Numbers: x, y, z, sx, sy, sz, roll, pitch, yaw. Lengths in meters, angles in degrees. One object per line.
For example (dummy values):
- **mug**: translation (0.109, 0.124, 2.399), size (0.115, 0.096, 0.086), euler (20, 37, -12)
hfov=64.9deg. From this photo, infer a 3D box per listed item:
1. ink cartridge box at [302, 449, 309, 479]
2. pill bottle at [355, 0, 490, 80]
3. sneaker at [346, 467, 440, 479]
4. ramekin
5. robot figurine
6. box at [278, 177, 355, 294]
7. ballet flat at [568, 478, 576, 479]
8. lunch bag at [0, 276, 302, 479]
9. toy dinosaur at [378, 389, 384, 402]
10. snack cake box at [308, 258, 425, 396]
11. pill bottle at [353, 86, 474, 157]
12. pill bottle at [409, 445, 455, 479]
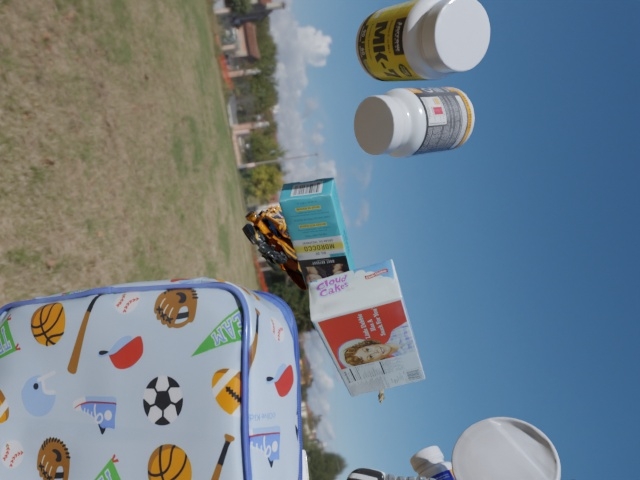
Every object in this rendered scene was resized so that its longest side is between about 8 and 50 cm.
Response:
- **ink cartridge box**: translation (-0.181, 0.578, 1.192), size (0.278, 0.201, 0.117), euler (-41, -134, 44)
- **pill bottle**: translation (0.153, -0.310, 0.782), size (0.208, 0.119, 0.119), euler (30, -48, 61)
- **sneaker**: translation (0.151, 0.472, 0.908), size (0.132, 0.228, 0.086), euler (98, 10, -56)
- **ramekin**: translation (0.500, 0.625, 1.353), size (0.273, 0.273, 0.127), euler (-110, 178, -59)
- **robot figurine**: translation (-0.056, 0.024, 1.200), size (0.291, 0.085, 0.211), euler (42, 18, -6)
- **box**: translation (0.000, 0.000, 0.974), size (0.060, 0.100, 0.244), euler (-81, 161, -50)
- **ballet flat**: translation (0.481, 0.611, 1.025), size (0.250, 0.084, 0.058), euler (-62, -156, -4)
- **lunch bag**: translation (-0.167, 0.162, 0.441), size (0.115, 0.303, 0.243), euler (28, 56, -67)
- **toy dinosaur**: translation (0.205, 0.394, 1.510), size (0.092, 0.183, 0.053), euler (51, -24, -22)
- **snack cake box**: translation (0.089, 0.168, 0.909), size (0.089, 0.152, 0.264), euler (-97, 169, -46)
- **pill bottle**: translation (0.224, -0.282, 1.201), size (0.162, 0.278, 0.162), euler (20, -64, 47)
- **pill bottle**: translation (0.401, 0.819, 1.629), size (0.152, 0.152, 0.272), euler (87, -18, -47)
